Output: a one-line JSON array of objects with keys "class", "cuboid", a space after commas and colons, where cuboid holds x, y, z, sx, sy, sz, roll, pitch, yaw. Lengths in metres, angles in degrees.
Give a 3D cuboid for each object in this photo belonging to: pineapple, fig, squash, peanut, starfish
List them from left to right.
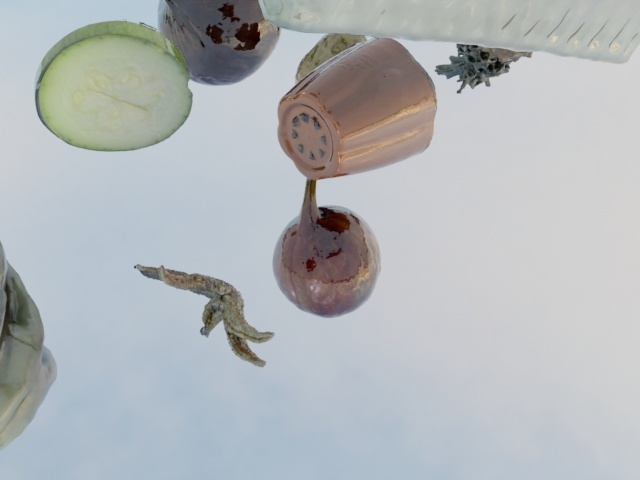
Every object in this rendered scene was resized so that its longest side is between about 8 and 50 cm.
[{"class": "squash", "cuboid": [-0.290, -0.213, 1.200, 0.219, 0.219, 0.041, -12, -128, -6]}, {"class": "starfish", "cuboid": [-0.086, 0.050, 0.673, 0.133, 0.130, 0.041, 41, -105, 6]}, {"class": "fig", "cuboid": [-0.180, -0.377, 1.453, 0.234, 0.235, 0.214, 16, -165, 22]}, {"class": "fig", "cuboid": [0.000, 0.008, 1.268, 0.175, 0.207, 0.175, -14, -139, 12]}, {"class": "peanut", "cuboid": [0.003, -0.234, 1.352, 0.108, 0.226, 0.095, 29, -163, 15]}, {"class": "pineapple", "cuboid": [0.360, -0.411, 1.801, 0.169, 0.340, 0.169, 12, -118, -24]}]

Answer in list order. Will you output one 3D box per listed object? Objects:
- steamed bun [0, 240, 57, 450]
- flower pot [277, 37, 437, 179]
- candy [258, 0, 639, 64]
[{"class": "steamed bun", "cuboid": [-0.343, 0.089, 0.732, 0.206, 0.275, 0.320, -5, -158, -6]}, {"class": "flower pot", "cuboid": [0.040, -0.169, 1.192, 0.190, 0.191, 0.173, 30, -134, 32]}, {"class": "candy", "cuboid": [0.110, -0.230, 0.495, 0.358, 0.208, 0.145, -6, -130, -39]}]
